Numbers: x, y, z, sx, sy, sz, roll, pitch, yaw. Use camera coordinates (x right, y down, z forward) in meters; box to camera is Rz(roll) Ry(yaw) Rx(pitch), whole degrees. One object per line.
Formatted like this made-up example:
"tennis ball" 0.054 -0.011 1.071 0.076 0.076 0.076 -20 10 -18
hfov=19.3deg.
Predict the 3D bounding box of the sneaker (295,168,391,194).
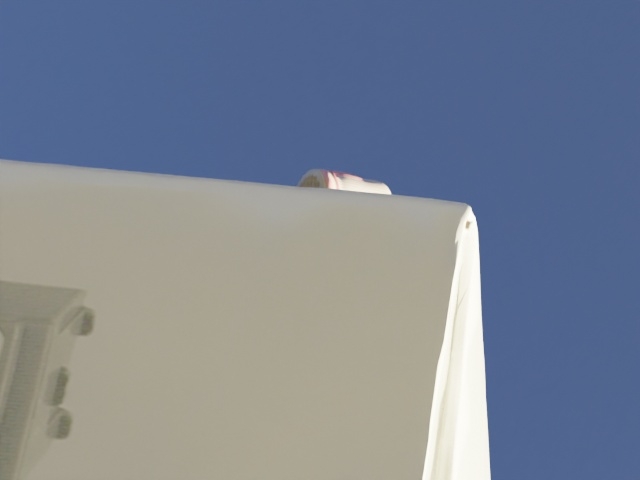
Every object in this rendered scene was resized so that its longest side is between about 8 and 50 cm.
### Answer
"sneaker" 0.000 0.000 1.236 0.134 0.070 0.051 -47 -131 47

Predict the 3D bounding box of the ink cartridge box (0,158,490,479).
"ink cartridge box" -0.103 0.077 0.436 0.283 0.117 0.207 6 -30 10
